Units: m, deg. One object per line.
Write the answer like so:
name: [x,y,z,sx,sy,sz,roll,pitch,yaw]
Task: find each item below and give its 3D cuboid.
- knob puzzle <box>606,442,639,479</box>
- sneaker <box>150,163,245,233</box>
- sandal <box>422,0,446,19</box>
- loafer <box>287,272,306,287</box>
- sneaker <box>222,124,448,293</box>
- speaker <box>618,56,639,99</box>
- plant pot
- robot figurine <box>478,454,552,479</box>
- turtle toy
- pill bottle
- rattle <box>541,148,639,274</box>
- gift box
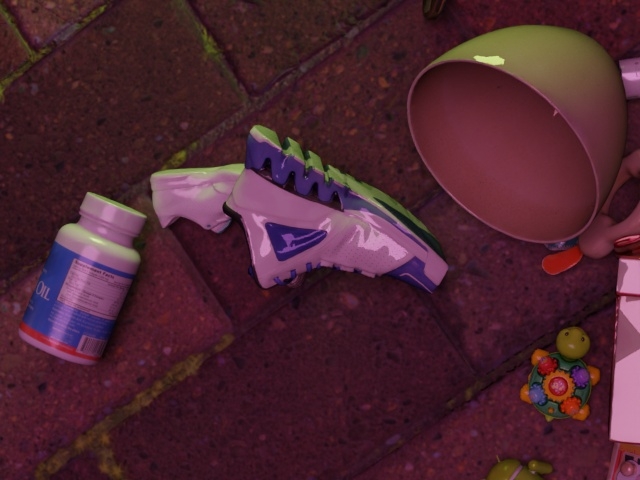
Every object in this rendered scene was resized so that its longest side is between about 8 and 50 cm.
knob puzzle: [0.414,0.353,1.841,0.213,0.030,0.213,-18,67,49]
sneaker: [-0.129,-0.055,2.035,0.212,0.080,0.094,-2,100,17]
sandal: [0.200,-0.397,1.982,0.060,0.090,0.219,25,85,-9]
loafer: [-0.040,0.002,2.021,0.045,0.039,0.125,3,87,12]
sneaker: [-0.001,-0.001,1.953,0.315,0.127,0.182,32,104,-9]
speaker: [0.461,-0.220,1.918,0.136,0.055,0.055,-8,85,11]
plant pot: [0.280,-0.165,1.869,0.284,0.284,0.191,39,61,12]
robot figurine: [0.265,0.333,1.922,0.115,0.067,0.101,37,106,12]
turtle toy: [0.317,0.175,1.920,0.095,0.066,0.130,17,91,13]
pill bottle: [-0.324,0.051,2.037,0.124,0.124,0.222,23,91,12]
rattle: [0.404,-0.013,1.932,0.200,0.142,0.130,-54,45,20]
gift box: [0.480,0.124,1.789,0.255,0.276,0.258,4,86,7]
